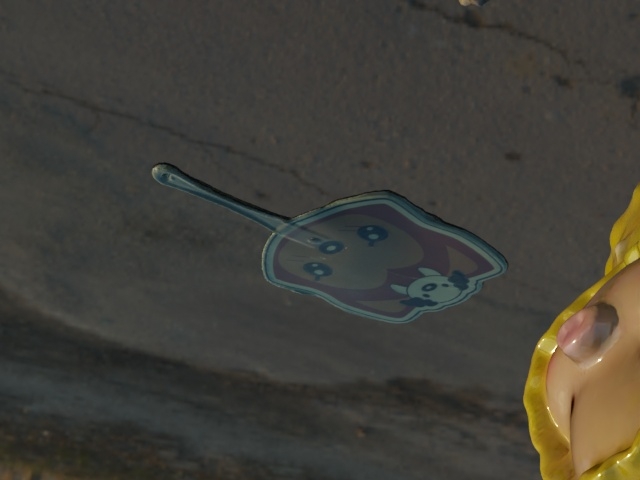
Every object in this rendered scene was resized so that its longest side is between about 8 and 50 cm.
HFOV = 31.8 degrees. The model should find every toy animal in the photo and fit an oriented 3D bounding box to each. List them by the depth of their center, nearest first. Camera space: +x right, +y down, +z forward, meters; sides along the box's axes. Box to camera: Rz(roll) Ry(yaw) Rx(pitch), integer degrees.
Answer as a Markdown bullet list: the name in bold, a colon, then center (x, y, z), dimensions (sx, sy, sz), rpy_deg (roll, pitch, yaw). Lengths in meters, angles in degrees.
- **toy animal**: center (0.169, 0.042, 0.453), dimensions (0.156, 0.229, 0.156), rpy_deg (16, 131, 19)

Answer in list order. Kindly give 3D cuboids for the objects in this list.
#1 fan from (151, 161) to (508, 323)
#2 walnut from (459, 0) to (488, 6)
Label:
- **fan**: center (0.000, 0.000, 0.657), dimensions (0.220, 0.009, 0.132), rpy_deg (23, 144, -27)
- **walnut**: center (0.058, -0.284, 0.773), dimensions (0.238, 0.141, 0.204), rpy_deg (9, 121, -20)
